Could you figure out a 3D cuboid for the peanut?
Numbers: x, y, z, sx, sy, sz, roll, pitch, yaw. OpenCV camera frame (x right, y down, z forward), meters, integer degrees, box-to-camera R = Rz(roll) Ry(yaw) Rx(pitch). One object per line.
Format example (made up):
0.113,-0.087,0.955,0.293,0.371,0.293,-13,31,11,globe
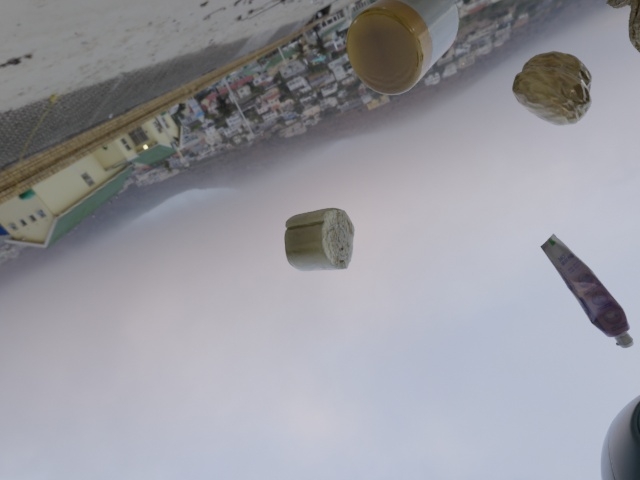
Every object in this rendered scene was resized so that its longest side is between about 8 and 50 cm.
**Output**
0.599,-0.396,1.038,0.233,0.197,0.110,-54,174,-36,peanut

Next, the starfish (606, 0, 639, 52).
0.576,-0.424,0.724,0.050,0.138,0.247,-6,-122,14,starfish

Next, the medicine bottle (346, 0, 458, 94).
0.228,-0.571,1.135,0.238,0.237,0.232,5,-133,49,medicine bottle

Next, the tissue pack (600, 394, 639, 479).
0.605,0.422,0.694,0.198,0.205,0.287,27,-155,22,tissue pack

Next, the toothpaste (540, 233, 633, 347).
0.616,0.118,0.935,0.075,0.301,0.048,-35,177,-7,toothpaste

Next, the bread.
0.000,0.000,0.982,0.134,0.148,0.141,-5,179,-45,bread
